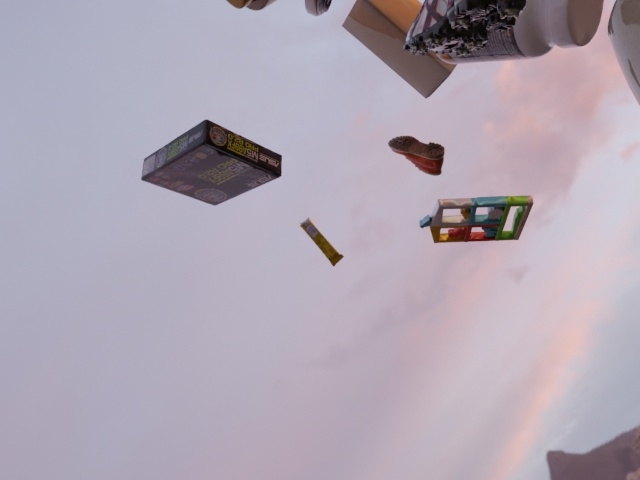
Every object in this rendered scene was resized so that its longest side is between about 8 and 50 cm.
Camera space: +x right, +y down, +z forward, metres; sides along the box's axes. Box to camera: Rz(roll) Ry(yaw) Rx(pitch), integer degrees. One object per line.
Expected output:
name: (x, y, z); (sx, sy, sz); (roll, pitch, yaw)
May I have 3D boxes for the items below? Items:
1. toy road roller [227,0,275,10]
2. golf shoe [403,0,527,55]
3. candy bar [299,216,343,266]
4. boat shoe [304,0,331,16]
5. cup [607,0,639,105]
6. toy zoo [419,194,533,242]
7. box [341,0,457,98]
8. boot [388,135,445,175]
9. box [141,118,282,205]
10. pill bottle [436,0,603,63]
toy road roller: (-0.116, -0.583, 0.796); (0.202, 0.240, 0.329); (-43, -10, -25)
golf shoe: (0.189, -0.323, 0.658); (0.105, 0.273, 0.120); (-1, -84, -10)
candy bar: (0.000, 0.000, 1.363); (0.040, 0.161, 0.018); (-43, -18, 6)
boat shoe: (0.064, -0.609, 1.055); (0.340, 0.158, 0.127); (110, 179, -69)
cup: (0.456, -0.229, 0.501); (0.331, 0.237, 0.331); (-31, -29, -19)
toy zoo: (0.431, -0.056, 1.398); (0.293, 0.030, 0.192); (-2, -32, 8)
box: (0.231, -0.553, 1.328); (0.148, 0.311, 0.121); (-56, 7, -28)
boot: (0.242, -0.214, 1.252); (0.059, 0.158, 0.084); (-47, -36, -23)
box: (-0.259, -0.172, 1.161); (0.216, 0.270, 0.060); (21, -117, -44)
pill bottle: (0.354, -0.419, 0.915); (0.162, 0.278, 0.162); (-13, -69, -37)
